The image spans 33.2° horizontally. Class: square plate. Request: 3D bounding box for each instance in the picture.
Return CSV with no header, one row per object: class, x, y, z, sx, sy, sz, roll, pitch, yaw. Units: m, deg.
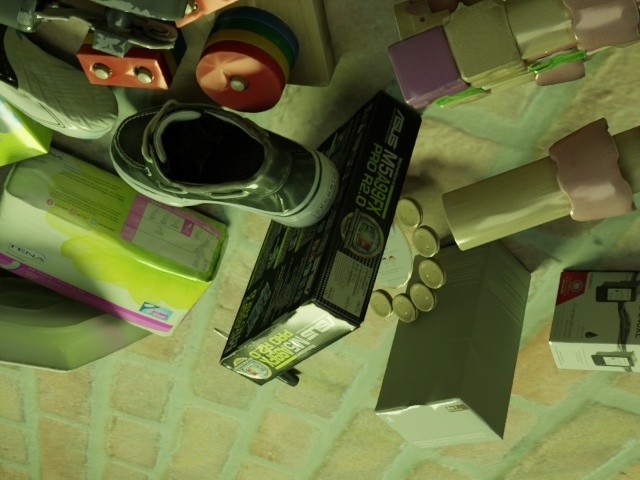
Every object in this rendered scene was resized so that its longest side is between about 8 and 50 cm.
square plate,-0.437,0.109,1.565,0.347,0.049,0.344,8,-171,15

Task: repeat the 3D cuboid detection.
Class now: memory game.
memory game,0.075,0.011,1.269,0.186,0.012,0.186,26,128,39

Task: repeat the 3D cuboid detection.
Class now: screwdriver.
screwdriver,-0.101,0.185,1.710,0.170,0.024,0.025,36,173,-24

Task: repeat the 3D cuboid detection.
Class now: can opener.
can opener,-0.255,-0.237,0.943,0.284,0.076,0.095,19,115,-2

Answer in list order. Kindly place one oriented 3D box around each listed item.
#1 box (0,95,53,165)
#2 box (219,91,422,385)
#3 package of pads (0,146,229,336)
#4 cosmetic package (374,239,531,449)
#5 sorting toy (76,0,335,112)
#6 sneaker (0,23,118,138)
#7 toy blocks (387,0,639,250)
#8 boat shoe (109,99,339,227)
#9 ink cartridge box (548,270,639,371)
box,-0.414,-0.163,1.282,0.109,0.042,0.178,-14,138,17
box,0.000,0.000,1.145,0.060,0.270,0.216,29,145,-16
package of pads,-0.291,0.005,1.447,0.297,0.101,0.229,24,148,-12
cosmetic package,0.162,0.121,1.282,0.127,0.237,0.107,-15,136,41
sorting toy,-0.135,-0.229,1.027,0.256,0.089,0.257,7,146,16
sneaker,-0.338,-0.187,1.197,0.237,0.085,0.086,34,152,-19
toy blocks,0.192,-0.177,0.799,0.260,0.308,0.288,-20,-179,16
boat shoe,-0.128,-0.101,1.133,0.335,0.121,0.119,12,166,42
ink cartridge box,0.358,0.095,1.271,0.151,0.109,0.063,-1,140,26
